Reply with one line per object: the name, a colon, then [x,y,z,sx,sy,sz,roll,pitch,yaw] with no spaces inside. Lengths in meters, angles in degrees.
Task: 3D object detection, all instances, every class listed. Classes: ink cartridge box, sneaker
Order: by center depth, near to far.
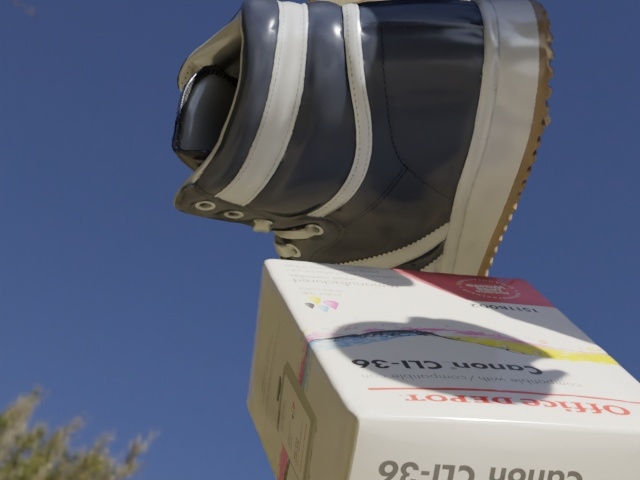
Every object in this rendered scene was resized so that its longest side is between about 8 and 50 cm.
ink cartridge box: [0.048,0.069,0.457,0.115,0.198,0.067,4,-74,-14]
sneaker: [0.000,0.000,0.634,0.153,0.099,0.282,4,-46,-10]

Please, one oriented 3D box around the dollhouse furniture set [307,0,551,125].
dollhouse furniture set: [0.194,-0.236,0.668,0.394,0.256,0.362,-17,-28,24]
